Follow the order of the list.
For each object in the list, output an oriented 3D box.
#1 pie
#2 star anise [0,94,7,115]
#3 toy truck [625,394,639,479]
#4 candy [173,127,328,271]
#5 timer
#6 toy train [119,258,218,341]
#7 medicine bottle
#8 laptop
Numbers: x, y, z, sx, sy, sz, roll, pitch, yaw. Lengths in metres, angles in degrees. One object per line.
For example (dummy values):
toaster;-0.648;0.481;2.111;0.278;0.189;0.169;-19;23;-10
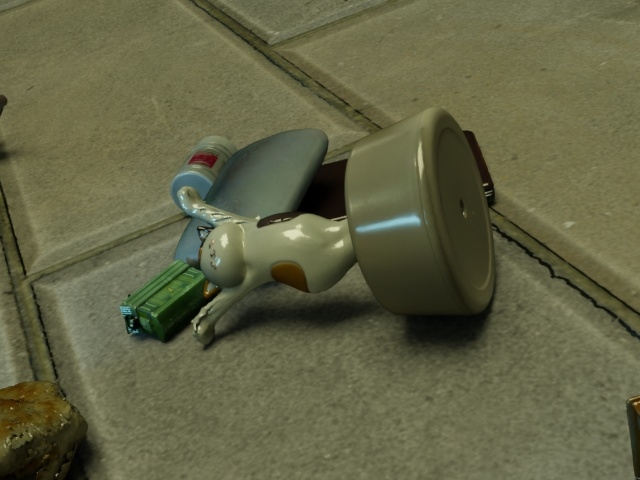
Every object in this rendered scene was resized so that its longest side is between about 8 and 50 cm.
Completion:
pie;-0.280;0.170;0.846;0.194;0.079;0.163;-13;21;6
star anise;-0.535;-0.139;1.516;0.262;0.081;0.230;-19;26;19
toy truck;0.286;0.122;0.627;0.178;0.080;0.115;-18;34;0
candy;-0.071;-0.041;1.080;0.138;0.071;0.174;-18;33;39
timer;0.000;0.000;0.922;0.266;0.175;0.175;-13;28;22
toy train;-0.143;0.059;1.010;0.056;0.038;0.093;17;42;36
medicine bottle;-0.131;-0.075;1.213;0.058;0.058;0.091;-7;30;18
laptop;0.071;-0.057;1.114;0.207;0.026;0.154;-13;27;5
